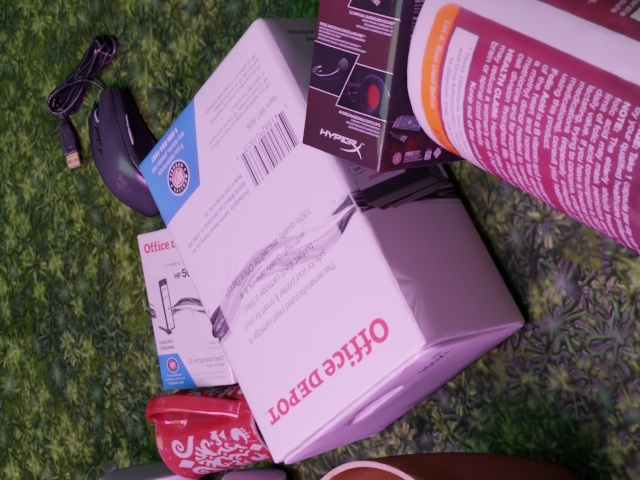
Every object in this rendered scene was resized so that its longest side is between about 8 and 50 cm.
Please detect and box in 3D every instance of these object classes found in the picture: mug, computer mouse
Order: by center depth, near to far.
[{"bbox_3d":[-0.119,0.230,1.710,0.169,0.150,0.113,-16,84,43],"label":"mug"},{"bbox_3d":[-0.303,-0.129,1.901,0.184,0.060,0.262,-38,69,43],"label":"computer mouse"}]

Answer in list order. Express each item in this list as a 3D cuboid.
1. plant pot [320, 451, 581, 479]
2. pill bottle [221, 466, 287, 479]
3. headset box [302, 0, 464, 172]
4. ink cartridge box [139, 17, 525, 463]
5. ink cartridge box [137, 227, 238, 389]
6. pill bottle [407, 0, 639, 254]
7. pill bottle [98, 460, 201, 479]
[{"bbox_3d":[0.149,0.302,1.351,0.237,0.254,0.237,9,103,46],"label":"plant pot"},{"bbox_3d":[-0.075,0.381,1.713,0.108,0.108,0.194,4,100,47],"label":"pill bottle"},{"bbox_3d":[0.110,-0.226,1.325,0.110,0.218,0.293,24,113,41],"label":"headset box"},{"bbox_3d":[0.000,0.000,1.521,0.285,0.166,0.395,-44,65,43],"label":"ink cartridge box"},{"bbox_3d":[-0.140,0.075,1.745,0.148,0.086,0.203,-12,89,48],"label":"ink cartridge box"},{"bbox_3d":[0.280,-0.105,1.160,0.392,0.224,0.224,34,120,39],"label":"pill bottle"},{"bbox_3d":[-0.199,0.453,1.810,0.176,0.176,0.319,-6,93,47],"label":"pill bottle"}]
